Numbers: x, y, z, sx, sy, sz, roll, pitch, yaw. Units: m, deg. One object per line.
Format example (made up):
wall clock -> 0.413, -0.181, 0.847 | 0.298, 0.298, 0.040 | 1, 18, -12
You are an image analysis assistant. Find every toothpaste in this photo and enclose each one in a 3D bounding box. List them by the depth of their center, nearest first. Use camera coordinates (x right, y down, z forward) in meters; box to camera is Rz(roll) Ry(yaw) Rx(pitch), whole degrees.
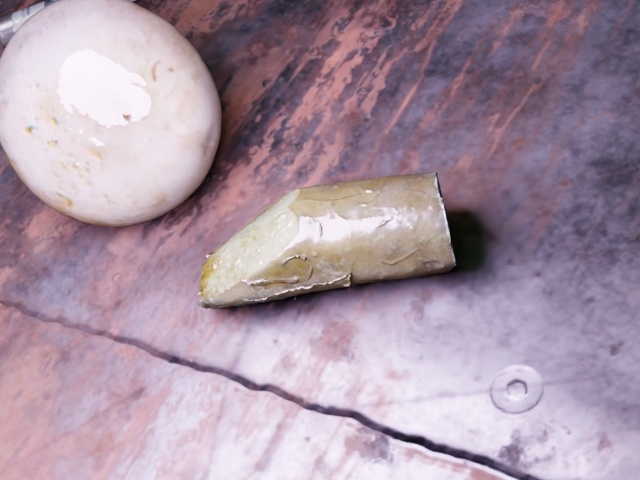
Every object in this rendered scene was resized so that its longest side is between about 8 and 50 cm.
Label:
toothpaste -> -0.289, -0.296, 1.581 | 0.239, 0.039, 0.062 | -19, 43, 5

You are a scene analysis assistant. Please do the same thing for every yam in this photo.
yam -> 0.000, 0.000, 1.206 | 0.259, 0.106, 0.106 | -9, 52, 14

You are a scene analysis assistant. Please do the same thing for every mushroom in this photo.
mushroom -> -0.213, -0.141, 1.348 | 0.243, 0.243, 0.243 | -11, 52, 14
